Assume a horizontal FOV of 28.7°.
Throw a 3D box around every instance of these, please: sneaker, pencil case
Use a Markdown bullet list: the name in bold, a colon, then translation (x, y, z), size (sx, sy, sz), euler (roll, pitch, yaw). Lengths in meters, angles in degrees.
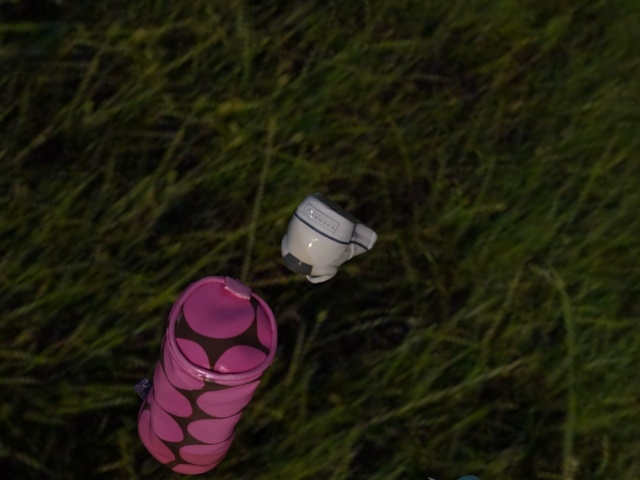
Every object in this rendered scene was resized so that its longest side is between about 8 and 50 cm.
- **sneaker**: translation (0.000, 0.000, 1.481), size (0.094, 0.091, 0.258), euler (36, 5, 12)
- **pencil case**: translation (-0.089, 0.102, 0.964), size (0.095, 0.209, 0.098), euler (29, 59, 0)

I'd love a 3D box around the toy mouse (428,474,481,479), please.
- **toy mouse**: translation (0.206, 0.351, 1.655), size (0.143, 0.031, 0.161), euler (41, 24, 6)
